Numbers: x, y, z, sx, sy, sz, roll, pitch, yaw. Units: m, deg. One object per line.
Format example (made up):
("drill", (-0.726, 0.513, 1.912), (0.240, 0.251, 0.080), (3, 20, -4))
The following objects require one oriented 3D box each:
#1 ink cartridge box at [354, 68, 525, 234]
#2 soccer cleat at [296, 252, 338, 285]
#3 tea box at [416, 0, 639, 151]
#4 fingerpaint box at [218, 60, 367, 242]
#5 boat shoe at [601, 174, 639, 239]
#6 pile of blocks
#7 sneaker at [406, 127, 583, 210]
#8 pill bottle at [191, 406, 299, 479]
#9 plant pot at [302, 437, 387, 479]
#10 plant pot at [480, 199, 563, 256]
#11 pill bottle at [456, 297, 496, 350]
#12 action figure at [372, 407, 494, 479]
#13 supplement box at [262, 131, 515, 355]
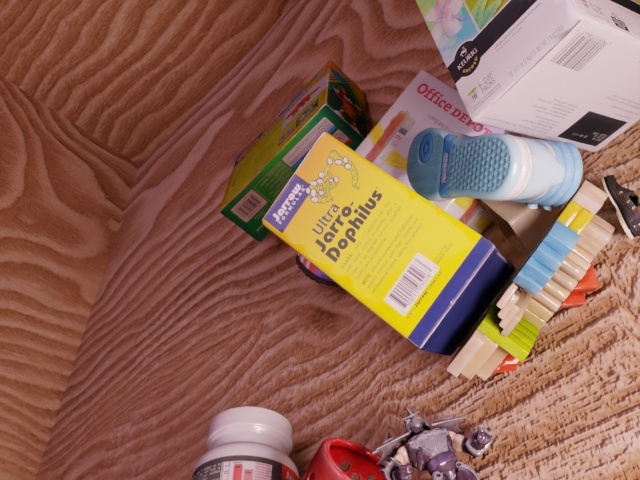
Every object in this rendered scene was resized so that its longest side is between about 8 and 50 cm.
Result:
("ink cartridge box", (0.199, -0.109, 1.364), (0.384, 0.160, 0.279), (-50, 48, 8))
("soccer cleat", (0.000, 0.000, 1.676), (0.318, 0.108, 0.116), (-110, 41, -61))
("tea box", (0.367, -0.351, 1.102), (0.220, 0.329, 0.323), (-45, 52, 41))
("fingerpaint box", (-0.071, -0.262, 1.978), (0.445, 0.163, 0.371), (-42, 22, 24))
("boat shoe", (0.483, -0.059, 1.073), (0.042, 0.049, 0.133), (-34, 37, 26))
("pile of blocks", (0.346, 0.086, 1.044), (0.362, 0.112, 0.149), (-56, -12, 9))
("sneaker", (0.293, -0.114, 1.129), (0.319, 0.208, 0.127), (-151, 67, -64))
("pill bottle", (-0.144, 0.510, 1.266), (0.210, 0.210, 0.363), (-37, 33, 31))
("plant pot", (0.044, 0.438, 1.077), (0.174, 0.191, 0.191), (-60, 28, 3))
("plant pot", (0.365, -0.045, 1.187), (0.096, 0.109, 0.109), (-38, 30, 5))
("pill bottle", (0.256, 0.132, 1.200), (0.116, 0.065, 0.065), (-53, 28, 6))
("action figure", (0.193, 0.348, 1.004), (0.185, 0.099, 0.285), (-23, 39, -10))
("supplement box", (0.114, 0.007, 1.149), (0.356, 0.194, 0.195), (37, 95, 27))
